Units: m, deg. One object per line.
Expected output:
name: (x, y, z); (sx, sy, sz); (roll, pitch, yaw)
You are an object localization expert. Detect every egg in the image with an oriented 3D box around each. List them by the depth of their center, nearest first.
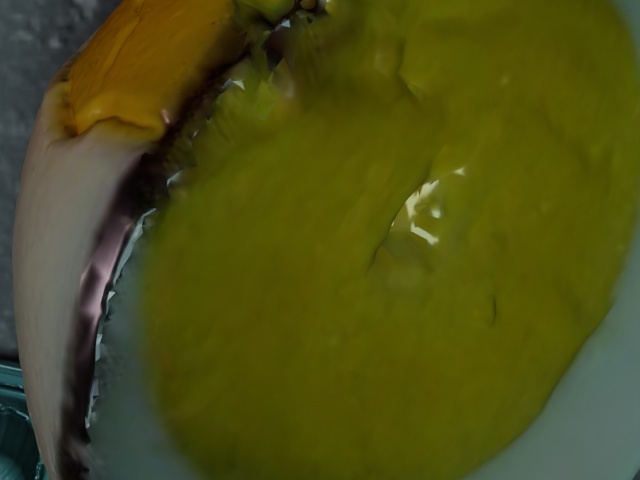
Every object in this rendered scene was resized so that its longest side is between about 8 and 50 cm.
egg: (0.000, 0.000, 0.792); (0.337, 0.201, 0.337); (-13, 115, -30)

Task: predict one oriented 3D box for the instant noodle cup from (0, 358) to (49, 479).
instant noodle cup: (-0.204, 0.138, 0.899); (0.157, 0.070, 0.179); (12, 111, -9)
